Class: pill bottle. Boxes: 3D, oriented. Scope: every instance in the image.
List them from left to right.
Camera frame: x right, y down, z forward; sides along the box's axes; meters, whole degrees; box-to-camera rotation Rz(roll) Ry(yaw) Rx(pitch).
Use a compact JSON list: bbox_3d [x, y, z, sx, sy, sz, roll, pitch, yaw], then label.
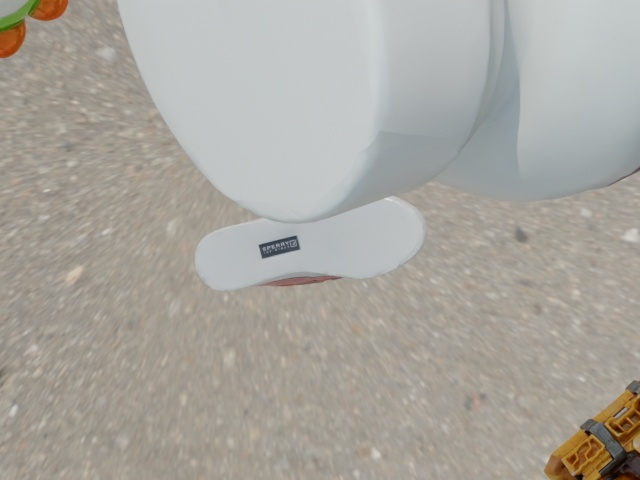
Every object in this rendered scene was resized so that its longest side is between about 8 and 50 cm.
[{"bbox_3d":[0.093,-0.110,0.483,0.302,0.169,0.169,-22,96,-32],"label":"pill bottle"}]

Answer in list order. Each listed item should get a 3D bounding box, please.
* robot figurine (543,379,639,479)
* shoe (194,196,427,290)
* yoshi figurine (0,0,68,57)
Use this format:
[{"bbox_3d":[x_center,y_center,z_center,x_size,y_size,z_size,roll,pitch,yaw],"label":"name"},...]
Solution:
[{"bbox_3d":[0.216,0.185,1.049,0.211,0.291,0.085,-37,60,-16],"label":"robot figurine"},{"bbox_3d":[0.000,0.000,1.150,0.178,0.081,0.063,-10,91,18],"label":"shoe"},{"bbox_3d":[-0.218,-0.285,1.136,0.362,0.203,0.203,-34,80,-5],"label":"yoshi figurine"}]
